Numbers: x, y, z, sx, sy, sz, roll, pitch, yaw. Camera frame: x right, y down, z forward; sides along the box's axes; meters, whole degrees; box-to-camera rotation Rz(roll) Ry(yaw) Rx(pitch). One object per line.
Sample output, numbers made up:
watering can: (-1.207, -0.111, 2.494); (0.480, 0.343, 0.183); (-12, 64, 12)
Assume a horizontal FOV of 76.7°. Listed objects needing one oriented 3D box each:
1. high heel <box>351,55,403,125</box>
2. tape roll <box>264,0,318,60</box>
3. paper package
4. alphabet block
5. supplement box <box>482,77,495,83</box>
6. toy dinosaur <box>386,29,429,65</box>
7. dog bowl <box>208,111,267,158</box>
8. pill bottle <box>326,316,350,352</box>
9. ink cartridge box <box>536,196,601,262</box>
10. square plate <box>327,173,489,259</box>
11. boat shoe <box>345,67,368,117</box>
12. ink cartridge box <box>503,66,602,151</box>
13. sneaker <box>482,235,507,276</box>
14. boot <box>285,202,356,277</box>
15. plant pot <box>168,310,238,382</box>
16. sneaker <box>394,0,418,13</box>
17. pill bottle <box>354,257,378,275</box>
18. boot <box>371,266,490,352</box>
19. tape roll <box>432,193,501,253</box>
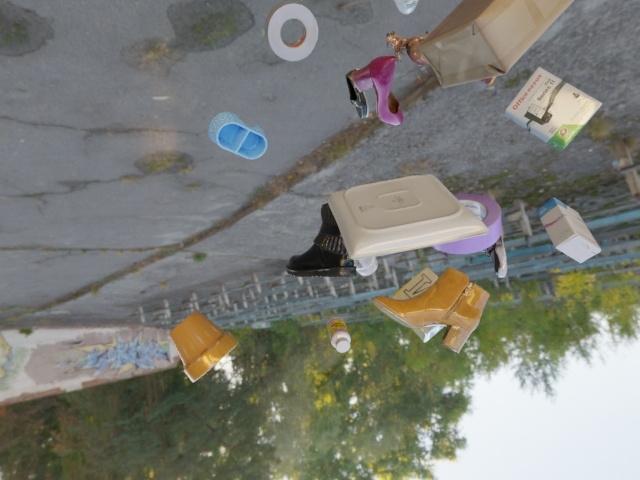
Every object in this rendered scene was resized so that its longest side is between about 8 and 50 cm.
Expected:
high heel: (0.292, -0.580, 1.609); (0.181, 0.128, 0.377); (-9, 163, 35)
tape roll: (-0.122, -0.880, 1.705); (0.218, 0.072, 0.219); (-10, 129, -13)
paper package: (0.498, -0.631, 1.171); (0.325, 0.168, 0.309); (-47, -159, -4)
alphabet block: (0.424, 0.260, 1.624); (0.193, 0.197, 0.192); (-37, 155, -8)
supplement box: (0.753, -0.829, 1.908); (0.104, 0.188, 0.081); (-60, 176, 21)
toy dinosaur: (0.473, -0.933, 2.006); (0.200, 0.296, 0.127); (-35, 152, -16)
dog bowl: (-0.374, -0.478, 1.888); (0.297, 0.074, 0.166); (16, 118, -46)
pill bottle: (0.042, 0.210, 0.897); (0.043, 0.044, 0.083); (-10, -155, -7)
ink cartridge box: (0.537, -0.023, 0.880); (0.088, 0.123, 0.052); (25, 130, -19)
square plate: (0.209, -0.087, 1.079); (0.343, 0.049, 0.347); (-11, -148, -4)
boat shoe: (0.158, -0.636, 1.775); (0.068, 0.081, 0.228); (-30, 134, -11)
ink cartridge box: (0.686, -0.392, 1.210); (0.153, 0.208, 0.086); (-56, 165, 17)
sneaker: (0.684, 0.035, 1.687); (0.152, 0.269, 0.101); (-11, 150, 24)
boot: (0.004, 0.000, 1.472); (0.347, 0.261, 0.131); (-3, 178, 44)
plant pot: (-0.433, 0.364, 1.451); (0.205, 0.188, 0.205); (-39, 179, -1)
sneaker: (0.268, -0.752, 1.209); (0.089, 0.095, 0.235); (-19, 169, 6)
pill bottle: (0.154, 0.046, 1.653); (0.131, 0.131, 0.229); (-14, 143, 19)
boot: (0.319, 0.165, 1.169); (0.294, 0.211, 0.104); (27, 168, 7)
tape roll: (0.522, -0.067, 1.500); (0.274, 0.090, 0.275); (-12, -148, 8)
